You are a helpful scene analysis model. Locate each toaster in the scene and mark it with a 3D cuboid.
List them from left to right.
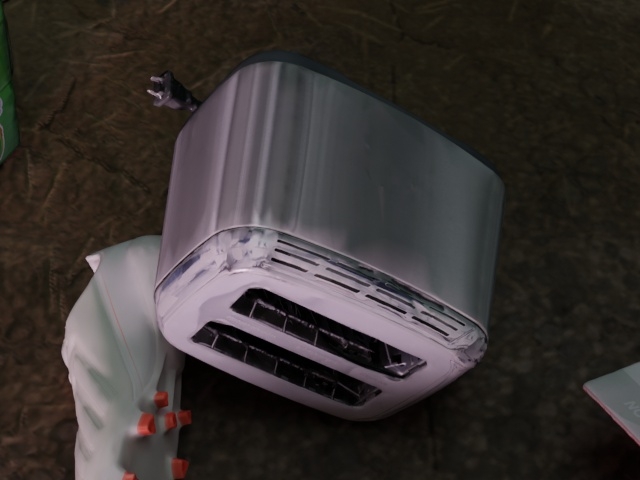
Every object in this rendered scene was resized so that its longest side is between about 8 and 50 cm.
[{"bbox_3d":[0.000,0.000,0.640,0.227,0.129,0.146,27,47,-25],"label":"toaster"}]

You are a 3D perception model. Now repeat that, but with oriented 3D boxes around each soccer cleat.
[{"bbox_3d":[-0.112,0.081,0.638,0.076,0.068,0.196,-7,48,14],"label":"soccer cleat"}]

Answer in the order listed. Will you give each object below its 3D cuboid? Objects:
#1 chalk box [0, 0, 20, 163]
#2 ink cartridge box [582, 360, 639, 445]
[{"bbox_3d":[-0.306,-0.105,0.697,0.180,0.179,0.289,21,50,11],"label":"chalk box"},{"bbox_3d":[0.323,0.144,0.595,0.261,0.066,0.296,-19,44,-23],"label":"ink cartridge box"}]
